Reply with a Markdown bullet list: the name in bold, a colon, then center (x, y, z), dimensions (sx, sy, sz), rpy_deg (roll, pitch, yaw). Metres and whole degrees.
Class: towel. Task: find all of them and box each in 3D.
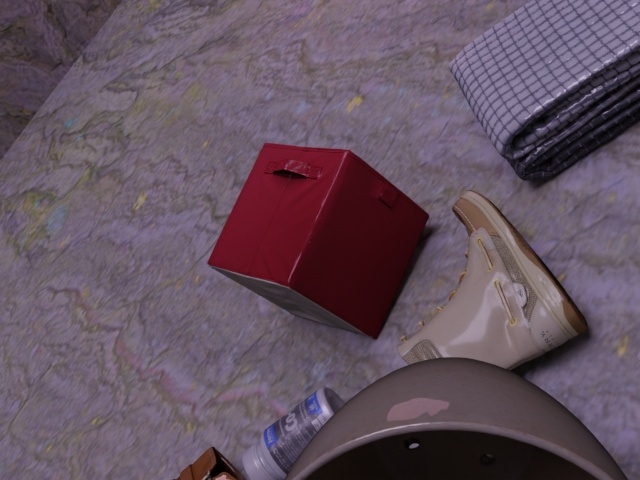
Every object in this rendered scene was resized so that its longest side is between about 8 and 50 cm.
- **towel**: center (0.334, -0.234, 1.131), dimensions (0.283, 0.121, 0.235), rpy_deg (-35, 37, 18)

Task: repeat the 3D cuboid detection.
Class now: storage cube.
- **storage cube**: center (0.000, 0.000, 1.166), dimensions (0.183, 0.215, 0.193), rpy_deg (11, 72, 47)

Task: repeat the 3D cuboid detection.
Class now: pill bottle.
- **pill bottle**: center (-0.026, 0.252, 1.067), dimensions (0.137, 0.078, 0.078), rpy_deg (-39, 38, 10)

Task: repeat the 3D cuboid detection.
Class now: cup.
- **cup**: center (0.122, 0.239, 0.786), dimensions (0.331, 0.331, 0.237), rpy_deg (-31, 16, 19)

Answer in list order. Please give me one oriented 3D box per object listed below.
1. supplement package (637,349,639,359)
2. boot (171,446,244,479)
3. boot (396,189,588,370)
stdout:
- **supplement package**: center (0.433, 0.023, 0.688), dimensions (0.175, 0.177, 0.293), rpy_deg (37, 104, 53)
- **boot**: center (-0.214, 0.359, 1.122), dimensions (0.283, 0.109, 0.220), rpy_deg (23, 76, 49)
- **boot**: center (0.173, 0.071, 1.032), dimensions (0.203, 0.095, 0.262), rpy_deg (-40, 42, 11)
